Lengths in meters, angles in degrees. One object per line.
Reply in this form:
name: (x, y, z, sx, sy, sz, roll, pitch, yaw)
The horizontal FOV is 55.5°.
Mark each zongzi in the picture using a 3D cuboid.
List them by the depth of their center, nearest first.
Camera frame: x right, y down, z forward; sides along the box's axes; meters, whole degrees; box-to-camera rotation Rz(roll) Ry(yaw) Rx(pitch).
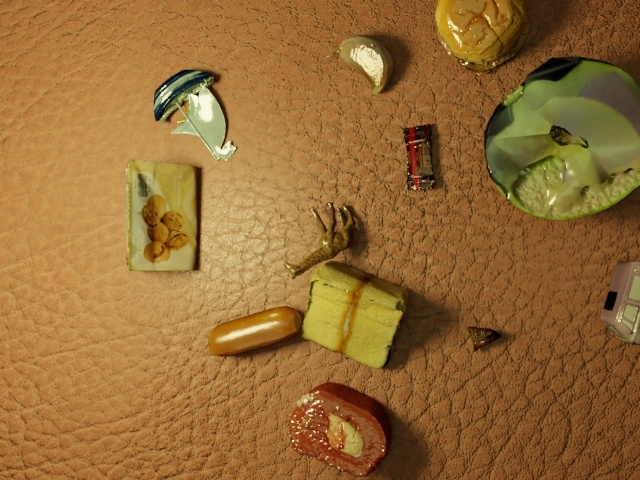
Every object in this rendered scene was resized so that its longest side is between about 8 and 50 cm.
zongzi: (0.431, 0.246, 1.587, 0.083, 0.073, 0.067, -14, 67, 10)

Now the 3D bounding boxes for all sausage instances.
sausage: (-0.183, 0.254, 1.698, 0.274, 0.105, 0.105, -18, 84, 11)

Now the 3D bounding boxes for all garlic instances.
garlic: (0.114, -0.502, 1.678, 0.198, 0.090, 0.129, 34, 107, 7)

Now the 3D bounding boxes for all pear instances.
pear: (0.606, -0.235, 1.520, 0.398, 0.165, 0.400, 0, 88, 12)

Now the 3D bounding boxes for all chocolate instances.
chocolate: (0.271, -0.226, 1.662, 0.085, 0.028, 0.183, -8, 85, 19)

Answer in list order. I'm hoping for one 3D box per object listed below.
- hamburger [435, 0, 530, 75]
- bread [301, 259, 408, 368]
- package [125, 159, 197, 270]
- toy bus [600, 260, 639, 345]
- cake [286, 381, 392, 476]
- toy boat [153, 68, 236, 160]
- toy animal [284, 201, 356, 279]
hamburger: (0.418, -0.569, 1.574, 0.244, 0.163, 0.245, 0, 87, 10)
bread: (0.081, 0.210, 1.609, 0.263, 0.198, 0.236, 20, 100, 14)
package: (-0.484, -0.067, 1.770, 0.165, 0.221, 0.312, -1, 89, 51)
toy bus: (0.780, 0.154, 1.484, 0.142, 0.142, 0.203, 16, 90, 7)
cake: (0.056, 0.493, 1.617, 0.282, 0.151, 0.177, 18, 95, 17)
toy boat: (-0.356, -0.358, 1.783, 0.220, 0.067, 0.291, -37, 84, 8)
toy animal: (0.009, 0.005, 1.633, 0.149, 0.054, 0.276, 26, 60, -4)
